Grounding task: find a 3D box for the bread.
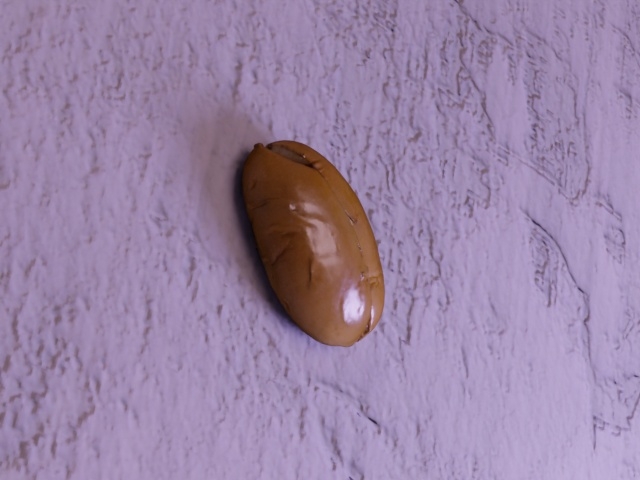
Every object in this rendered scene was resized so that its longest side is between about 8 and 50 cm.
[{"bbox_3d":[0.000,0.000,1.279,0.114,0.077,0.189,-30,101,-42],"label":"bread"}]
